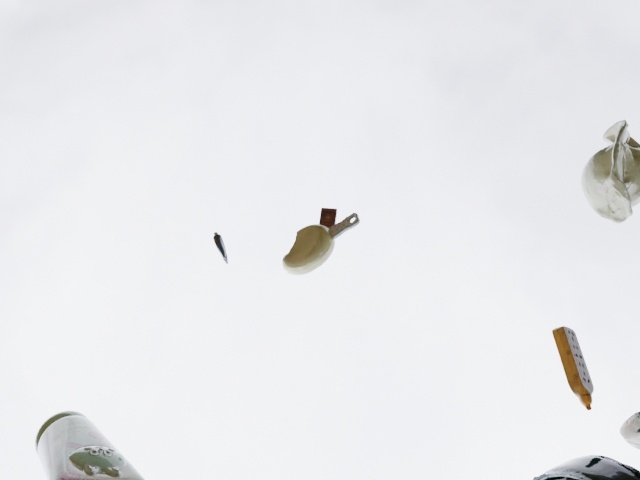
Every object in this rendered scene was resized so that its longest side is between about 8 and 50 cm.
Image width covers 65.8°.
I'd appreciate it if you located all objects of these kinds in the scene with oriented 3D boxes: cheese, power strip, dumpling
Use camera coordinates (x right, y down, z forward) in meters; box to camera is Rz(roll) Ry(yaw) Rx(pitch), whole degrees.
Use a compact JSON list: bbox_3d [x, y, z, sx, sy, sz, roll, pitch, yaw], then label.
[{"bbox_3d":[0.004,0.012,1.454,0.249,0.071,0.163,-18,-138,31],"label":"cheese"},{"bbox_3d":[0.517,0.255,1.006,0.049,0.028,0.178,22,-132,-28],"label":"power strip"},{"bbox_3d":[0.460,-0.120,0.770,0.100,0.134,0.169,16,-136,45],"label":"dumpling"}]

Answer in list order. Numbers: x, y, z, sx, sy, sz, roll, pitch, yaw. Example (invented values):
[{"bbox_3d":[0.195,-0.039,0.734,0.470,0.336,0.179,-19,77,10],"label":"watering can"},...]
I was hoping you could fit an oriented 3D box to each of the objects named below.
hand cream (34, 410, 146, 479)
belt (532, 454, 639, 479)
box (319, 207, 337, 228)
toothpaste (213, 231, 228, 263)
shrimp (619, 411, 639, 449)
[{"bbox_3d":[-0.374,0.347,0.773,0.306,0.147,0.093,0,-109,52],"label":"hand cream"},{"bbox_3d":[0.426,0.453,0.765,0.116,0.267,0.206,-10,-124,-25],"label":"belt"},{"bbox_3d":[0.023,-0.063,1.562,0.052,0.023,0.082,4,-115,8],"label":"box"},{"bbox_3d":[-0.217,0.014,1.079,0.019,0.027,0.083,-20,-124,-13],"label":"toothpaste"},{"bbox_3d":[0.669,0.310,0.758,0.360,0.247,0.085,-10,-133,32],"label":"shrimp"}]
